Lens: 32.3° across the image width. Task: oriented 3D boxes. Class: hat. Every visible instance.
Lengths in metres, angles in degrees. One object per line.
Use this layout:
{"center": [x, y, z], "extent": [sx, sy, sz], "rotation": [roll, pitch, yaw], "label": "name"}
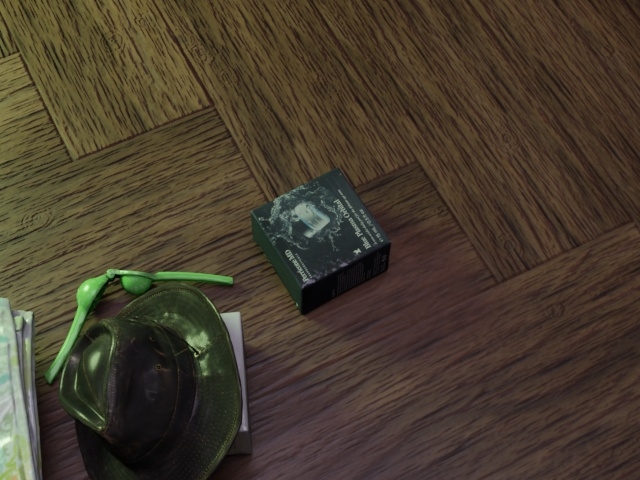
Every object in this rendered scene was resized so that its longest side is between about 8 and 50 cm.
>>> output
{"center": [-0.255, 0.194, 1.449], "extent": [0.331, 0.134, 0.331], "rotation": [-17, 60, 33], "label": "hat"}

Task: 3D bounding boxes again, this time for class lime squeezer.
{"center": [-0.287, 0.087, 1.638], "extent": [0.310, 0.059, 0.110], "rotation": [-28, 65, -17], "label": "lime squeezer"}

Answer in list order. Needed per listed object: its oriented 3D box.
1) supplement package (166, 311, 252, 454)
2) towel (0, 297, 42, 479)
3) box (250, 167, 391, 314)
{"center": [-0.154, 0.204, 1.548], "extent": [0.105, 0.105, 0.179], "rotation": [-5, 62, -2], "label": "supplement package"}
{"center": [-0.559, 0.243, 1.458], "extent": [0.374, 0.090, 0.320], "rotation": [-7, 59, -12], "label": "towel"}
{"center": [0.000, 0.000, 1.672], "extent": [0.158, 0.093, 0.156], "rotation": [-28, 65, -14], "label": "box"}
